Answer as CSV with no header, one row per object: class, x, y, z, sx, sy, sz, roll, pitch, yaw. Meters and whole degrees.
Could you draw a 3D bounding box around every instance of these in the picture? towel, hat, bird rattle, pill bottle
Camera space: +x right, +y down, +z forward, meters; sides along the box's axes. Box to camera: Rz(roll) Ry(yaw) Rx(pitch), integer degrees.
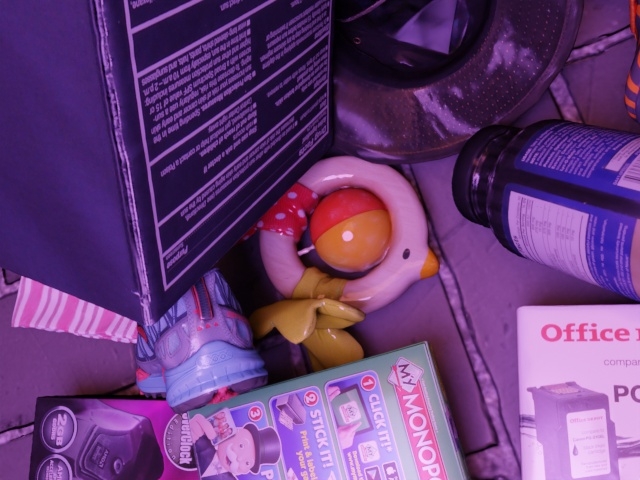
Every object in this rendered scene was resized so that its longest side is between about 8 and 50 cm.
towel,-0.259,0.037,0.808,0.197,0.029,0.144,4,79,19
hat,0.073,-0.243,0.680,0.332,0.134,0.331,5,115,11
bird rattle,0.000,0.000,0.706,0.207,0.143,0.253,-23,59,1
pill bottle,0.215,-0.031,0.578,0.219,0.123,0.122,27,88,52

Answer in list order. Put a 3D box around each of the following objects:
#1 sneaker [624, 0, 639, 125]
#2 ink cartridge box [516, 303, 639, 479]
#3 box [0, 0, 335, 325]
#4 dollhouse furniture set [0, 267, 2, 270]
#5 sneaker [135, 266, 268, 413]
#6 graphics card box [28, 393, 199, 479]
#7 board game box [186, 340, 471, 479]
sneaker,0.283,-0.219,0.617,0.180,0.124,0.321,22,58,30
ink cartridge box,0.248,0.169,0.571,0.172,0.100,0.237,-3,78,17
box,-0.124,-0.153,0.534,0.183,0.296,0.293,17,129,21
dollhouse furniture set,-0.523,-0.079,0.863,0.262,0.135,0.259,-1,78,18
sneaker,-0.116,0.073,0.649,0.104,0.262,0.125,-13,89,-24
graphics card box,-0.100,0.264,0.673,0.371,0.094,0.232,-2,78,19
board game box,0.028,0.260,0.559,0.214,0.046,0.317,-17,74,10
